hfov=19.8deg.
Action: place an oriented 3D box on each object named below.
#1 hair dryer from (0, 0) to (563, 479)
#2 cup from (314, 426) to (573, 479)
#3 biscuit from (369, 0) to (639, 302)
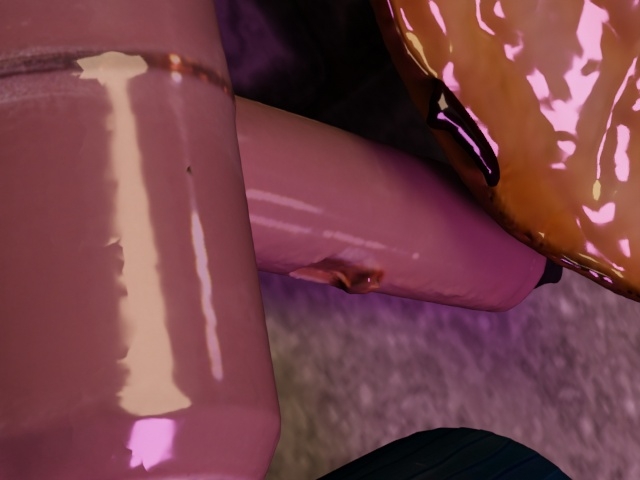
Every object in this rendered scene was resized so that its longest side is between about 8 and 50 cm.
[{"bbox_3d":[0.000,0.000,0.585,0.344,0.106,0.189,11,63,-52],"label":"hair dryer"},{"bbox_3d":[0.006,0.135,0.522,0.113,0.150,0.138,38,31,22],"label":"cup"},{"bbox_3d":[0.110,-0.088,0.614,0.203,0.041,0.260,-32,117,-18],"label":"biscuit"}]
